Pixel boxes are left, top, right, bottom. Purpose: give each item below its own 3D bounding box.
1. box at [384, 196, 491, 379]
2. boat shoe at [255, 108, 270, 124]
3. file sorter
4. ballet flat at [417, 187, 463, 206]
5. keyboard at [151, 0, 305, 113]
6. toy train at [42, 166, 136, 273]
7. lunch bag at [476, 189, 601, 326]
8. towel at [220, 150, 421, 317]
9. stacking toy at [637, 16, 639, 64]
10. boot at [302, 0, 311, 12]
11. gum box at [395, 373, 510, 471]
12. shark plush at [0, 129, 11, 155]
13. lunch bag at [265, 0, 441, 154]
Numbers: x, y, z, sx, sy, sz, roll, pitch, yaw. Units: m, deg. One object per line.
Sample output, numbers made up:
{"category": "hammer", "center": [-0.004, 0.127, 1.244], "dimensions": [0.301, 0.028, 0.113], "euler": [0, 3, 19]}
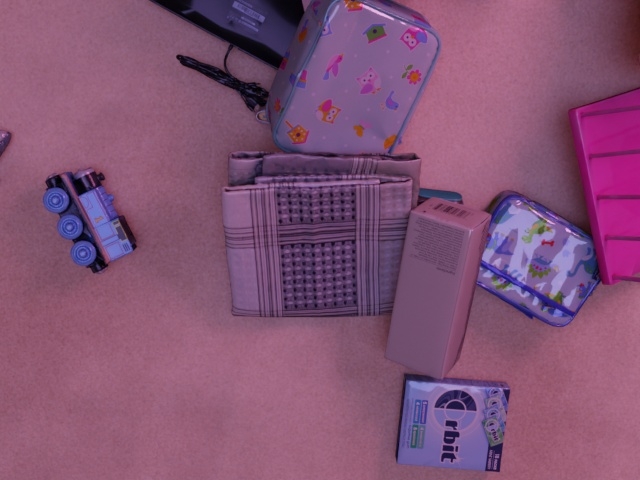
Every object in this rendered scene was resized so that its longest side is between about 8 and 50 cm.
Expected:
{"category": "box", "center": [0.190, 0.078, 1.416], "dimensions": [0.113, 0.094, 0.275], "euler": [20, 117, 23]}
{"category": "boat shoe", "center": [-0.059, -0.206, 1.441], "dimensions": [0.100, 0.035, 0.035], "euler": [4, 100, -1]}
{"category": "file sorter", "center": [0.549, -0.092, 1.353], "dimensions": [0.202, 0.182, 0.291], "euler": [-19, 101, -27]}
{"category": "ballet flat", "center": [0.144, -0.063, 1.456], "dimensions": [0.188, 0.070, 0.070], "euler": [14, 99, 1]}
{"category": "keyboard", "center": [-0.136, -0.337, 1.420], "dimensions": [0.317, 0.033, 0.201], "euler": [28, 91, -4]}
{"category": "toy train", "center": [-0.386, -0.038, 1.450], "dimensions": [0.105, 0.080, 0.184], "euler": [-26, 97, -5]}
{"category": "lunch bag", "center": [0.358, 0.034, 1.460], "dimensions": [0.219, 0.090, 0.176], "euler": [31, 101, -4]}
{"category": "towel", "center": [0.000, 0.000, 1.410], "dimensions": [0.312, 0.056, 0.324], "euler": [0, 124, -1]}
{"category": "stacking toy", "center": [0.579, -0.515, 1.289], "dimensions": [0.350, 0.350, 0.480], "euler": [-19, 84, 3]}
{"category": "boot", "center": [0.007, -0.430, 1.396], "dimensions": [0.086, 0.069, 0.190], "euler": [-6, 81, -38]}
{"category": "gum box", "center": [0.232, 0.322, 1.531], "dimensions": [0.184, 0.041, 0.157], "euler": [5, 100, 0]}
{"category": "shark plush", "center": [-0.566, -0.110, 1.448], "dimensions": [0.067, 0.073, 0.161], "euler": [9, 96, -32]}
{"category": "lunch bag", "center": [0.052, -0.244, 1.359], "dimensions": [0.224, 0.108, 0.279], "euler": [14, 119, -24]}
